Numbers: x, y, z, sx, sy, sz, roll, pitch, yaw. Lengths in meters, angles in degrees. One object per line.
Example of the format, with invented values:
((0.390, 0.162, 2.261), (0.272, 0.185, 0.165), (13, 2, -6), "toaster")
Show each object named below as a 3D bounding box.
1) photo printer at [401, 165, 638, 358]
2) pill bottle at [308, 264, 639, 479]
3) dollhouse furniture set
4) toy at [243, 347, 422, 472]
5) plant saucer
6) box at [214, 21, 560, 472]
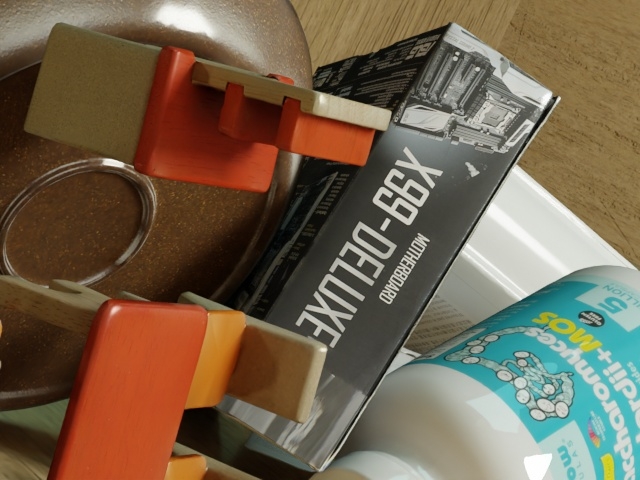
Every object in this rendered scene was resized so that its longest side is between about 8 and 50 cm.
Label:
((0.120, 0.042, 1.381), (0.307, 0.107, 0.256), (38, -27, -22), "photo printer")
((0.110, 0.120, 1.005), (0.146, 0.146, 0.264), (31, 39, 32), "pill bottle")
((-0.077, 0.047, 0.752), (0.135, 0.259, 0.262), (19, 6, 28), "dollhouse furniture set")
((0.037, 0.131, 1.177), (0.136, 0.056, 0.237), (18, 17, 7), "toy")
((-0.131, -0.018, 0.878), (0.310, 0.311, 0.050), (16, 29, -46), "plant saucer")
((0.000, 0.000, 1.058), (0.076, 0.242, 0.307), (33, -7, -12), "box")
